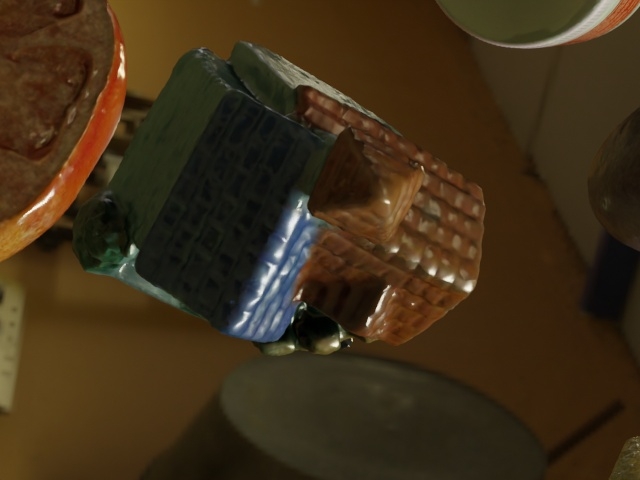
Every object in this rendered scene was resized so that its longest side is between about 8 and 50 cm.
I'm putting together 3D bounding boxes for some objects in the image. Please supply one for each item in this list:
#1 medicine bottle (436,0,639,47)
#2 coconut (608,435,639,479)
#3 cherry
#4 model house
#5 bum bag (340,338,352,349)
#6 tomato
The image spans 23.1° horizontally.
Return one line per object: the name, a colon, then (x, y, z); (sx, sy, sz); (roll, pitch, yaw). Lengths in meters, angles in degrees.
medicine bottle: (0.275, -0.362, 1.922); (0.241, 0.252, 0.252); (-22, 128, -67)
coconut: (0.443, 0.368, 1.863); (0.239, 0.244, 0.239); (-58, 161, -33)
cherry: (0.400, -0.074, 1.672); (0.266, 0.213, 0.183); (-2, -60, 50)
model house: (0.000, 0.000, 1.303); (0.251, 0.295, 0.329); (-61, -153, 1)
bum bag: (-0.016, 0.034, 1.704); (0.248, 0.060, 0.123); (-142, -147, -69)
tomato: (-0.227, -0.084, 0.937); (0.095, 0.237, 0.236); (86, 9, -68)
